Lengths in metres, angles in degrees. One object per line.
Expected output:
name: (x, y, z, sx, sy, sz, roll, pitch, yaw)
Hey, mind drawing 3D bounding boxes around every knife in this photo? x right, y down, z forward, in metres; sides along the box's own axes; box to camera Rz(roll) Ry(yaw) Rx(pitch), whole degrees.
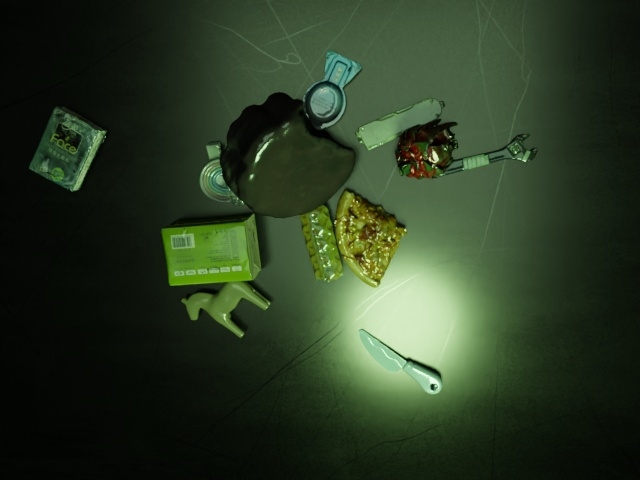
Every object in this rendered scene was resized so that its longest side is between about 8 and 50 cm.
knife: (0.259, 0.413, 2.006, 0.331, 0.044, 0.080, 31, 109, 6)

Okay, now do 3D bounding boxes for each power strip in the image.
power strip: (0.250, -0.369, 1.857, 0.286, 0.048, 0.080, -23, 99, 10)

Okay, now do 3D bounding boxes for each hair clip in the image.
hair clip: (-0.331, -0.215, 1.957, 0.140, 0.054, 0.220, -8, 103, 1)

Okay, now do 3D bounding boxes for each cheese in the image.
cheese: (0.026, -0.460, 1.866, 0.135, 0.052, 0.244, 26, 101, -1)

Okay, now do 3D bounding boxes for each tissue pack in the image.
tissue pack: (-0.349, 0.029, 1.939, 0.275, 0.167, 0.200, -5, 101, 6)
tissue pack: (-0.842, -0.303, 1.984, 0.173, 0.073, 0.235, 31, 102, -1)

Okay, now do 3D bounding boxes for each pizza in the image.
pizza: (0.164, -0.015, 1.914, 0.226, 0.086, 0.335, -15, 97, 10)

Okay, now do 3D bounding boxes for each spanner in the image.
spanner: (0.513, -0.260, 1.861, 0.316, 0.024, 0.087, -12, 97, 10)

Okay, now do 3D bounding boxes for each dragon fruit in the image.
dragon fruit: (0.322, -0.270, 1.807, 0.189, 0.182, 0.182, 0, 100, 13)

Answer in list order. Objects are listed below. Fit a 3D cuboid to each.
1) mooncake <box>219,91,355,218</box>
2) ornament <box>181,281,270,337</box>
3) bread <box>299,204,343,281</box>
mooncake: (-0.112, -0.241, 1.768, 0.350, 0.381, 0.212, -43, 51, -1)
ornament: (-0.331, 0.218, 2.024, 0.245, 0.061, 0.230, 39, 104, -2)
bread: (0.001, 0.000, 1.933, 0.087, 0.098, 0.269, -20, 100, -33)
